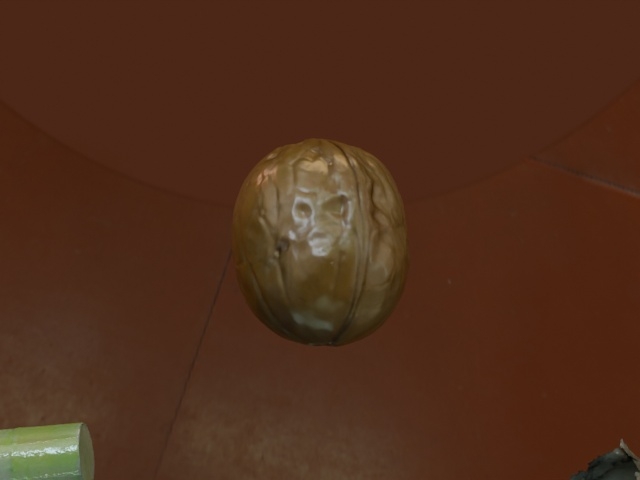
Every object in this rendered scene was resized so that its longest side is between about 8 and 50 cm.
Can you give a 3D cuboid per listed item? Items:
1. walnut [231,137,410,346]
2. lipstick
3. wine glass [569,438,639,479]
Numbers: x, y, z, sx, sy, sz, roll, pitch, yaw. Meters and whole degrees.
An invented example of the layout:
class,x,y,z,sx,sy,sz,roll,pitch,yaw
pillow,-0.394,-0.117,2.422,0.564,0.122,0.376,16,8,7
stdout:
class,x,y,z,sx,sy,sz,roll,pitch,yaw
walnut,0.000,0.000,1.095,0.167,0.167,0.207,-6,68,-2
lipstick,-0.390,0.235,1.196,0.304,0.076,0.076,-6,113,-1
wine glass,0.266,0.229,0.811,0.204,0.111,0.111,32,109,-10
